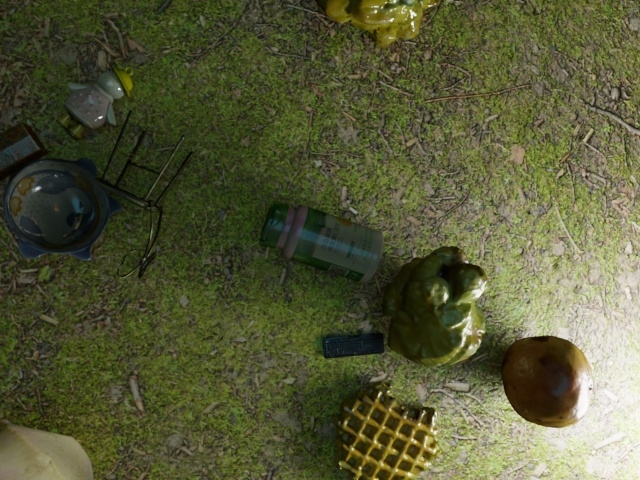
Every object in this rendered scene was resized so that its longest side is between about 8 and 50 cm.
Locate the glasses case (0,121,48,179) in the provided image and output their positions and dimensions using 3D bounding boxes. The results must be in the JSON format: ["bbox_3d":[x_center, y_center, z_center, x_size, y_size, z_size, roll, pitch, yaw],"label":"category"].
[{"bbox_3d":[-0.729,-0.172,1.001,0.218,0.049,0.075,-33,92,-9],"label":"glasses case"}]

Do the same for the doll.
[{"bbox_3d":[-0.503,-0.320,1.028,0.129,0.081,0.207,44,80,-12],"label":"doll"}]

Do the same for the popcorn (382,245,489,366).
[{"bbox_3d":[0.263,0.139,1.034,0.226,0.276,0.276,-15,90,-29],"label":"popcorn"}]

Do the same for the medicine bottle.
[{"bbox_3d":[0.000,0.000,1.066,0.274,0.133,0.133,18,85,-7],"label":"medicine bottle"}]

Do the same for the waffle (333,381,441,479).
[{"bbox_3d":[0.162,0.475,1.111,0.291,0.051,0.291,0,90,-9],"label":"waffle"}]

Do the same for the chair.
[{"bbox_3d":[-0.409,-0.094,0.996,0.170,0.160,0.325,25,83,-5],"label":"chair"}]

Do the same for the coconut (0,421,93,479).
[{"bbox_3d":[-0.599,0.514,0.860,0.353,0.352,0.352,0,87,-9],"label":"coconut"}]

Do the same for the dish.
[{"bbox_3d":[-0.571,-0.059,0.990,0.236,0.086,0.227,-47,117,-39],"label":"dish"}]

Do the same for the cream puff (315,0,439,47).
[{"bbox_3d":[0.132,-0.617,1.082,0.274,0.270,0.323,28,81,28],"label":"cream puff"}]

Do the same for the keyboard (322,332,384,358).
[{"bbox_3d":[0.083,0.260,1.128,0.155,0.010,0.053,-4,87,-9],"label":"keyboard"}]

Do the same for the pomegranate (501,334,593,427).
[{"bbox_3d":[0.536,0.334,1.100,0.215,0.215,0.215,0,87,-9],"label":"pomegranate"}]
